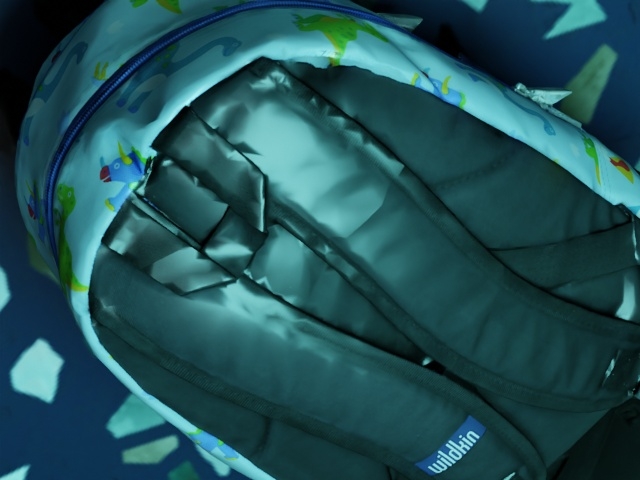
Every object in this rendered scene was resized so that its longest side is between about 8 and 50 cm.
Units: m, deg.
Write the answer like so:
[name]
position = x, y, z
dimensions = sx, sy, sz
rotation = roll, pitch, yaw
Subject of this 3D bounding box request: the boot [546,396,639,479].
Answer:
[boot]
position = 0.176, 0.269, 1.265
dimensions = 0.377, 0.138, 0.284
rotation = -28, 123, -7

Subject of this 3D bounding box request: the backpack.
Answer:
[backpack]
position = 0.000, 0.000, 1.037
dimensions = 0.290, 0.273, 0.355
rotation = -50, 142, 16
